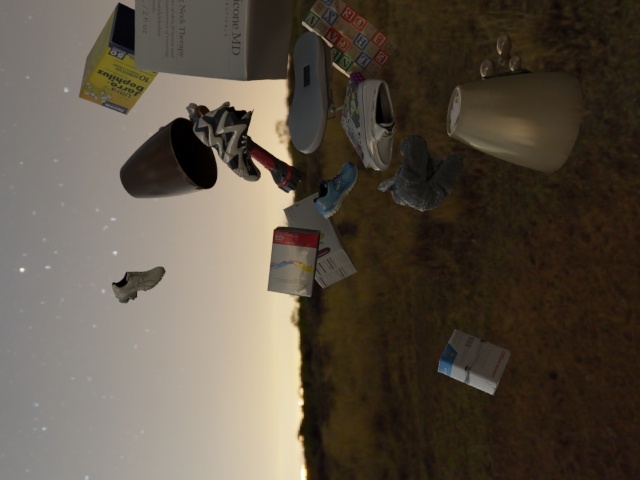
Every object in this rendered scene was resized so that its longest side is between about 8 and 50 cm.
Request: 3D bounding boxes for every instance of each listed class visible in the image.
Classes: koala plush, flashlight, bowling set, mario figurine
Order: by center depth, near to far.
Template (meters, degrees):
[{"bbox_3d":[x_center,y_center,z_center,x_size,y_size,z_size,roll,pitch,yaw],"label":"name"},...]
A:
[{"bbox_3d":[0.275,-0.164,1.778,0.203,0.196,0.221,-68,11,-18],"label":"koala plush"},{"bbox_3d":[0.654,-0.562,2.137,0.287,0.200,0.154,-51,-26,-3],"label":"bowling set"},{"bbox_3d":[-0.210,-0.291,2.241,0.103,0.304,0.103,-59,33,-1],"label":"flashlight"},{"bbox_3d":[-0.559,-0.426,2.342,0.321,0.198,0.170,-20,93,48],"label":"mario figurine"}]

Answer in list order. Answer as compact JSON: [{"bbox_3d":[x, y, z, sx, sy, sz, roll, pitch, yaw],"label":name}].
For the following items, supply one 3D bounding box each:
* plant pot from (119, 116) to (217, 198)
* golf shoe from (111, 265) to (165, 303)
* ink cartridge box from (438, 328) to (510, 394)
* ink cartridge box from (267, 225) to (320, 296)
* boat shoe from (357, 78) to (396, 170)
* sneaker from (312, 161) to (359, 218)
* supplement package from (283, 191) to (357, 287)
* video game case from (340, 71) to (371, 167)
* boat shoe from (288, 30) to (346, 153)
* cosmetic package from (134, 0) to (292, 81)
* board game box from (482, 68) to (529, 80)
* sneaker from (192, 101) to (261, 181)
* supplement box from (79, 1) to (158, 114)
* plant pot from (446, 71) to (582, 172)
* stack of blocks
[{"bbox_3d":[-0.453,-0.210,1.732,0.215,0.231,0.215,50,-151,-42],"label":"plant pot"},{"bbox_3d":[-0.584,0.125,1.931,0.069,0.176,0.086,31,150,49],"label":"golf shoe"},{"bbox_3d":[0.496,0.390,1.942,0.139,0.191,0.082,-52,-26,-35],"label":"ink cartridge box"},{"bbox_3d":[-0.073,0.056,1.681,0.128,0.128,0.176,-75,-9,-83],"label":"ink cartridge box"},{"bbox_3d":[0.174,-0.327,1.714,0.088,0.096,0.267,15,119,51],"label":"boat shoe"},{"bbox_3d":[0.035,-0.133,1.449,0.063,0.073,0.162,-24,31,57],"label":"sneaker"},{"bbox_3d":[0.000,0.000,2.168,0.261,0.145,0.204,66,-174,31],"label":"supplement package"},{"bbox_3d":[0.138,-0.385,1.932,0.210,0.042,0.232,103,149,-50],"label":"video game case"},{"bbox_3d":[-0.003,-0.428,1.809,0.157,0.136,0.366,13,-108,-50],"label":"boat shoe"},{"bbox_3d":[-0.329,-0.690,1.904,0.327,0.394,0.329,-39,-44,-65],"label":"cosmetic package"},{"bbox_3d":[0.515,-0.376,1.682,0.026,0.126,0.186,-108,7,-59],"label":"board game box"},{"bbox_3d":[-0.210,-0.276,1.624,0.235,0.153,0.094,44,-168,-23],"label":"sneaker"},{"bbox_3d":[-0.732,-0.661,2.229,0.357,0.194,0.195,-30,51,46],"label":"supplement box"},{"bbox_3d":[0.473,-0.312,1.534,0.256,0.274,0.256,-175,90,-86],"label":"plant pot"},{"bbox_3d":[0.083,-0.661,1.986,0.171,0.297,0.087,-52,11,8],"label":"stack of blocks"}]
